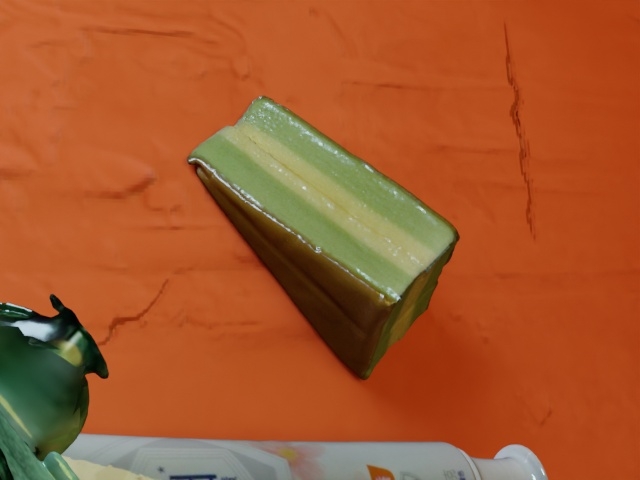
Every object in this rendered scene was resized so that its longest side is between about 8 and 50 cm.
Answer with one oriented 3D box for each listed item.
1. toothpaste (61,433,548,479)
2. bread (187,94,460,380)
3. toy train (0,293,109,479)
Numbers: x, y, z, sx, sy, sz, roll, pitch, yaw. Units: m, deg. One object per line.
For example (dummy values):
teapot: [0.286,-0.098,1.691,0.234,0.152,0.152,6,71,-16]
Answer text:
toothpaste: [-0.034,0.135,0.654,0.323,0.066,0.100,2,85,-27]
bread: [-0.004,-0.003,0.732,0.139,0.084,0.074,35,58,12]
toy train: [-0.129,0.159,0.496,0.301,0.202,0.120,56,22,-12]
